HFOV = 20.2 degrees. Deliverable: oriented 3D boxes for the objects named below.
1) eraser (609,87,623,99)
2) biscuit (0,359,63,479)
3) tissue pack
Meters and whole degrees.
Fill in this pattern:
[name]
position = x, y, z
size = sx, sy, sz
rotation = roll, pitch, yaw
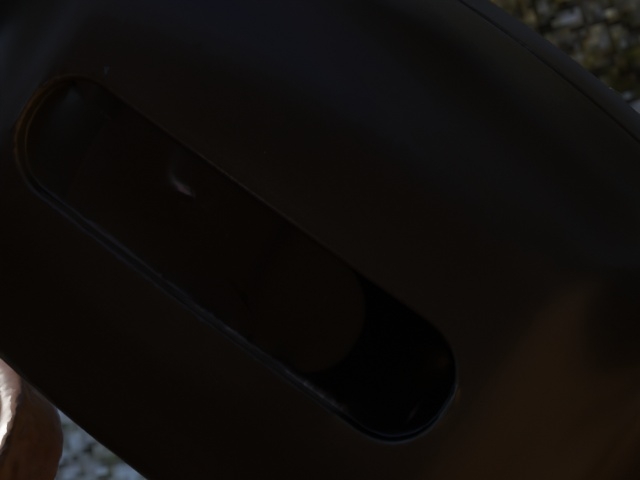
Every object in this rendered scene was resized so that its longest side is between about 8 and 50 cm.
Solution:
[eraser]
position = 0.120, -0.033, 1.191
size = 0.172, 0.058, 0.117
rotation = -6, -54, 7
[biscuit]
position = -0.305, 0.263, 1.164
size = 0.078, 0.455, 0.349
rotation = 37, -35, -24
[tissue pack]
position = 0.000, 0.000, 0.855
size = 0.267, 0.387, 0.277
rotation = -57, -12, 17
